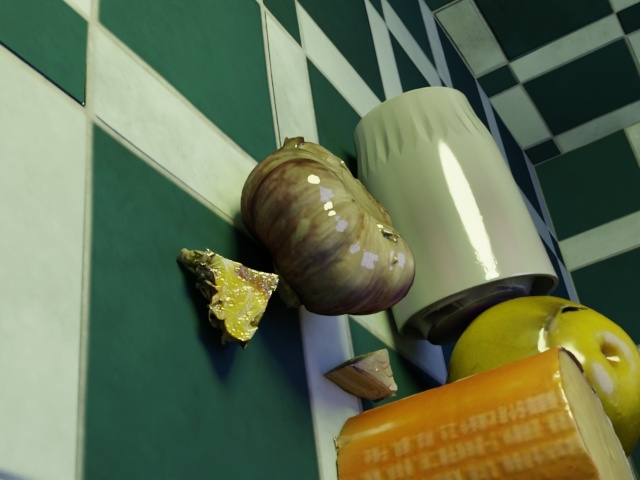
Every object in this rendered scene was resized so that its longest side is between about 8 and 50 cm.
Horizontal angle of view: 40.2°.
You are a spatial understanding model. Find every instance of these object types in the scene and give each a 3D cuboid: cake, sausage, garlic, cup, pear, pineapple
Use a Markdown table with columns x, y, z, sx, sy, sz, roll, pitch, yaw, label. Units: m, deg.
| x | y | z | sx | sy | sz | roll | pitch | yaw | label |
| --- | --- | --- | --- | --- | --- | --- | --- | --- | --- |
| 0.046 | 0.161 | 1.101 | 0.121 | 0.052 | 0.065 | 33 | 44 | -53 | cake |
| 0.197 | 0.272 | 1.018 | 0.233 | 0.287 | 0.233 | 49 | 28 | -39 | sausage |
| 0.000 | 0.000 | 1.028 | 0.245 | 0.160 | 0.245 | 41 | 17 | -15 | garlic |
| 0.200 | -0.038 | 1.383 | 0.253 | 0.253 | 0.371 | 25 | 45 | -59 | cup |
| 0.298 | 0.231 | 1.244 | 0.285 | 0.336 | 0.285 | 27 | 26 | -15 | pear |
| -0.091 | 0.043 | 0.876 | 0.114 | 0.077 | 0.114 | 42 | 25 | -21 | pineapple |
